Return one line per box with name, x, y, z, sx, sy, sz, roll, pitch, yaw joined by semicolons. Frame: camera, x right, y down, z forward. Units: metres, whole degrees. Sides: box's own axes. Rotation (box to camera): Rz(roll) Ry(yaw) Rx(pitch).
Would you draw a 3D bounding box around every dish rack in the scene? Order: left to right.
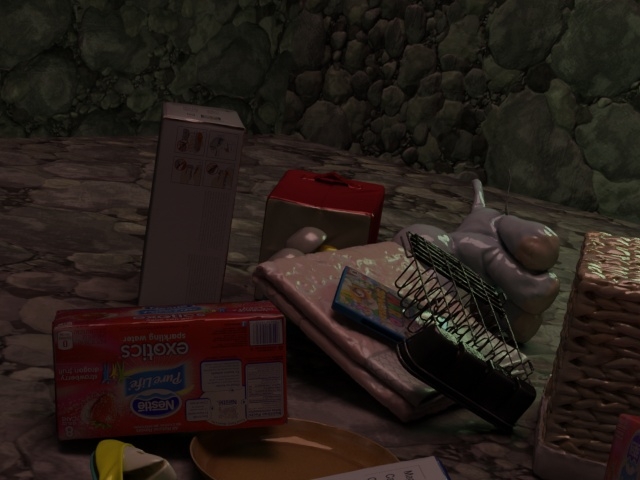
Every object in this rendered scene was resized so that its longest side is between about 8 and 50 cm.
dish rack;0.184;0.110;1.583;0.208;0.074;0.272;34;24;-26

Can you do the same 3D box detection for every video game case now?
video game case;0.098;0.101;1.613;0.166;0.015;0.119;28;24;-3

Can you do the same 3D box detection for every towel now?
towel;0.109;0.114;1.681;0.317;0.053;0.331;41;27;27

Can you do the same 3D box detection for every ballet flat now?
ballet flat;-0.168;0.240;1.086;0.077;0.077;0.231;-32;19;3

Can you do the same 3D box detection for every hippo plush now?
hippo plush;0.238;0.033;1.933;0.236;0.294;0.234;-6;-5;-24

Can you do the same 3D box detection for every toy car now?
toy car;-0.028;0.082;1.813;0.136;0.159;0.182;-31;10;35

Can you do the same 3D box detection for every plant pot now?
plant pot;-0.026;0.250;1.274;0.236;0.032;0.236;8;13;-2

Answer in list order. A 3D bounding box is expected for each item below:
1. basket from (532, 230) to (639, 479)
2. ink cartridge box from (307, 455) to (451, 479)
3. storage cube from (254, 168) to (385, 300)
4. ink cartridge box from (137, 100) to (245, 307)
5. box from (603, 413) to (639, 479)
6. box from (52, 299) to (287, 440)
basket;0.452;0.159;1.480;0.331;0.267;0.328;9;13;12
ink cartridge box;0.057;0.273;0.903;0.330;0.072;0.324;-12;17;-6
storage cube;0.000;0.000;2.020;0.183;0.215;0.193;11;18;6
ink cartridge box;-0.210;-0.057;1.882;0.130;0.310;0.272;7;13;-9
box;0.356;0.253;1.095;0.154;0.142;0.300;12;-3;8
box;-0.171;0.142;1.329;0.256;0.128;0.122;-3;6;-11
